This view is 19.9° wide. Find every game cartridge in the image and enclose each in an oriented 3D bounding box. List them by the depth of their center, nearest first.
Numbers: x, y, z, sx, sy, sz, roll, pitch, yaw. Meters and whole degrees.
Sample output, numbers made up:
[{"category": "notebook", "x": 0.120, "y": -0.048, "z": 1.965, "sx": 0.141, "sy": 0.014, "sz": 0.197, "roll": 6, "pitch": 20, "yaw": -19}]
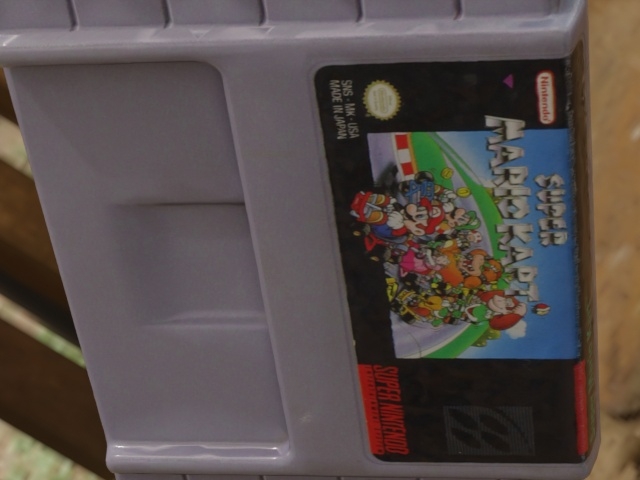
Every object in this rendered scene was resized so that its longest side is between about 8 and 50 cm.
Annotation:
[{"category": "game cartridge", "x": 0.000, "y": 0.000, "z": 0.768, "sx": 0.068, "sy": 0.230, "sz": 0.355, "roll": -73, "pitch": -20, "yaw": -48}]
